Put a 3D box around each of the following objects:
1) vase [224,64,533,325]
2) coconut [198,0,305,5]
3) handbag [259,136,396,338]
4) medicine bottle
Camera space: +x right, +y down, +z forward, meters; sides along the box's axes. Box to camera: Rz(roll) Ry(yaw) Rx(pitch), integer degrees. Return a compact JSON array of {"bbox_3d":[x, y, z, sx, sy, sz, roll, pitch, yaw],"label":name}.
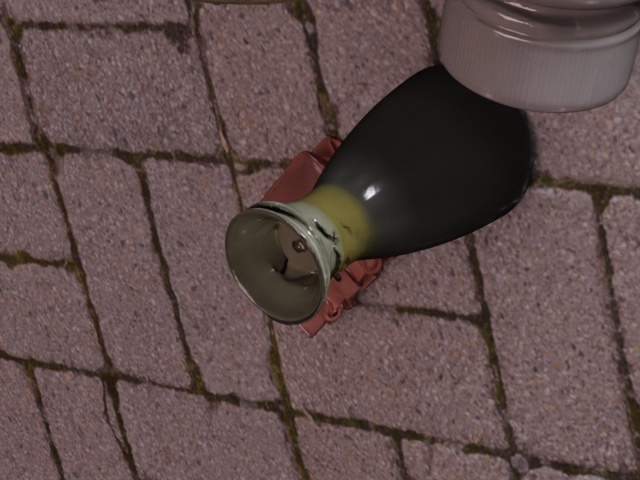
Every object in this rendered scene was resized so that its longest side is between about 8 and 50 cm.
[{"bbox_3d":[0.054,-0.042,1.742,0.173,0.321,0.173,21,126,33],"label":"vase"},{"bbox_3d":[-0.080,-0.359,1.748,0.245,0.245,0.247,1,93,42],"label":"coconut"},{"bbox_3d":[0.000,0.000,2.012,0.157,0.059,0.212,49,136,10],"label":"handbag"},{"bbox_3d":[0.210,-0.296,1.530,0.208,0.208,0.339,29,131,27],"label":"medicine bottle"}]
